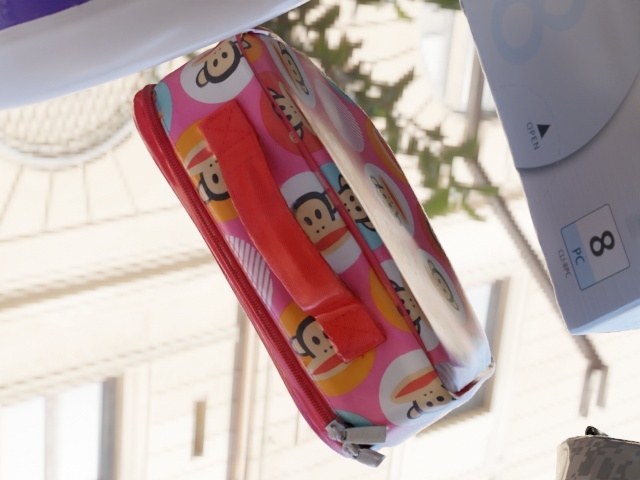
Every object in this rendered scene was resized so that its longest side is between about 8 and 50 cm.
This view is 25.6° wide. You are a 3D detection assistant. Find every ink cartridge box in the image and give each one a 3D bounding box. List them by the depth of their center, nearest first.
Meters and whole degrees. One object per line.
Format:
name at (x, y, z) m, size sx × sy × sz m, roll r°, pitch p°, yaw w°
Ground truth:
ink cartridge box at (0.286, -0.140, 0.983) m, size 0.091 × 0.308 × 0.385 m, roll 0°, pitch 157°, yaw -39°

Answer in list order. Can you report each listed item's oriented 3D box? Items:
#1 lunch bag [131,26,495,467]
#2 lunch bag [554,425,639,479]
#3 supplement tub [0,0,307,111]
lunch bag at (0.000, 0.000, 0.947) m, size 0.120 × 0.293 × 0.258 m, roll -32°, pitch 174°, yaw 11°
lunch bag at (0.216, 0.276, 0.864) m, size 0.256 × 0.212 × 0.305 m, roll 11°, pitch -114°, yaw 39°
supplement tub at (-0.135, -0.247, 0.639) m, size 0.241 × 0.331 × 0.241 m, roll -18°, pitch -163°, yaw 6°
